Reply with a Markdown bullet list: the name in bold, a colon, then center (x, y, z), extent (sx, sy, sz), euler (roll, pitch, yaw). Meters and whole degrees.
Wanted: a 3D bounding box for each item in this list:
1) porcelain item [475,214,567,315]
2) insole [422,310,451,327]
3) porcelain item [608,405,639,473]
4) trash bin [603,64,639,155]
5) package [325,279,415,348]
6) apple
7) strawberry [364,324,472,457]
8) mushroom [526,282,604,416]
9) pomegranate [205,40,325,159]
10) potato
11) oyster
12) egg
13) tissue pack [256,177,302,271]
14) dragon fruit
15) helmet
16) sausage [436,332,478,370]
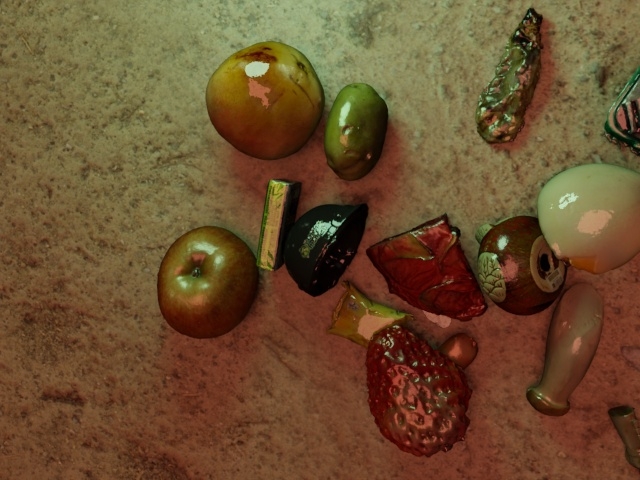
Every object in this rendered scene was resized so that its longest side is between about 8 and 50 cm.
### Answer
- **porcelain item**: center (0.474, 0.063, 1.637), extent (0.253, 0.253, 0.253), euler (1, 96, 15)
- **insole**: center (0.284, 0.154, 1.779), extent (0.065, 0.006, 0.193), euler (-41, 83, 14)
- **porcelain item**: center (0.793, 0.524, 1.648), extent (0.054, 0.084, 0.213), euler (-23, 90, -12)
- **trash bin**: center (0.782, -0.276, 1.414), extent (0.295, 0.381, 0.259), euler (33, 103, 9)
- **package**: center (0.131, 0.224, 1.783), extent (0.226, 0.090, 0.168), euler (24, 100, 12)
- **apple**: center (-0.316, 0.115, 1.809), extent (0.277, 0.250, 0.309), euler (-9, 90, 16)
- **strawberry**: center (0.227, 0.381, 1.657), extent (0.265, 0.149, 0.336), euler (-31, 86, 16)
- **mushroom**: center (0.618, 0.277, 1.648), extent (0.128, 0.128, 0.350), euler (19, 104, 12)
- **pomegranate**: center (-0.147, -0.357, 1.711), extent (0.319, 0.319, 0.319), euler (1, 96, 15)
- **potato**: center (0.093, -0.277, 1.695), extent (0.148, 0.197, 0.228), euler (18, 72, 20)
- **oyster**: center (0.479, -0.408, 1.647), extent (0.128, 0.078, 0.345), euler (21, 103, 20)
- **egg**: center (0.651, -0.070, 1.512), extent (0.286, 0.174, 0.264), euler (-15, 76, -18)
- **tissue pack**: center (-0.113, -0.047, 1.779), extent (0.073, 0.173, 0.236), euler (12, 97, 7)
- **dragon fruit**: center (0.324, 0.066, 1.685), extent (0.330, 0.302, 0.240), euler (45, 71, -6)
- **helmet**: center (0.000, 0.000, 1.734), extent (0.160, 0.230, 0.279), euler (27, 89, 21)
- **sausage**: center (0.305, 0.367, 1.757), extent (0.089, 0.083, 0.300), euler (39, 101, 9)
